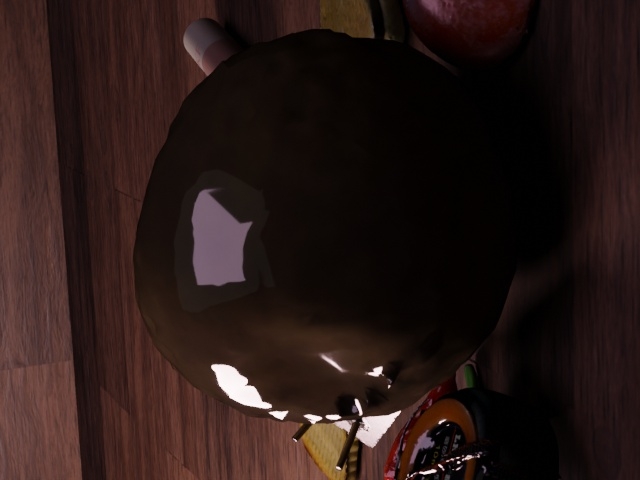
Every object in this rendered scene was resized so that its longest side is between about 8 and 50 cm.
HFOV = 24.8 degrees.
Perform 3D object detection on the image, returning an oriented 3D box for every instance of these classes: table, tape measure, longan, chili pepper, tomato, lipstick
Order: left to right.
[{"bbox_3d":[-0.140,-0.267,2.250,0.254,0.070,0.070,-129,38,-51],"label":"lipstick"},{"bbox_3d":[0.009,0.000,1.558,0.404,0.404,0.436,52,128,50],"label":"longan"},{"bbox_3d":[0.045,0.192,1.831,0.121,0.111,0.240,33,145,4],"label":"table"},{"bbox_3d":[0.113,0.238,1.699,0.191,0.050,0.059,-64,7,3],"label":"chili pepper"},{"bbox_3d":[0.144,-0.268,1.542,0.189,0.099,0.173,142,120,-62],"label":"tomato"},{"bbox_3d":[0.167,0.263,1.565,0.223,0.135,0.202,-13,60,66],"label":"tape measure"}]

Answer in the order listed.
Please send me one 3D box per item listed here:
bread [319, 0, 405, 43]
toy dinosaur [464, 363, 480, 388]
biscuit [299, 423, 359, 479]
[{"bbox_3d":[0.052,-0.267,1.814,0.207,0.056,0.287,-145,52,-65],"label":"bread"},{"bbox_3d":[0.087,0.356,1.888,0.374,0.144,0.500,29,108,64],"label":"toy dinosaur"},{"bbox_3d":[0.018,0.219,2.076,0.172,0.029,0.255,-134,43,-55],"label":"biscuit"}]
